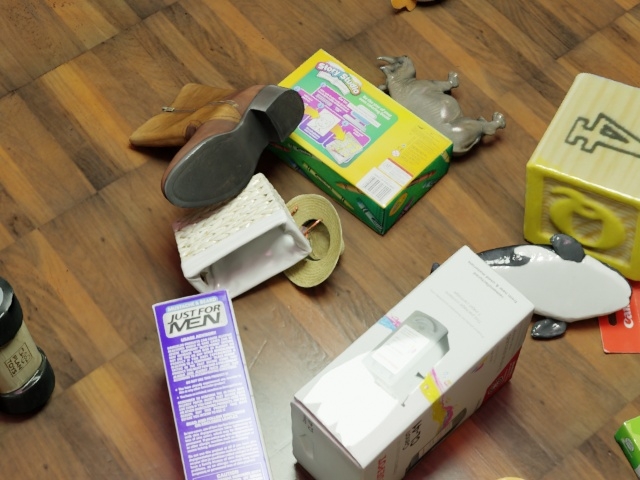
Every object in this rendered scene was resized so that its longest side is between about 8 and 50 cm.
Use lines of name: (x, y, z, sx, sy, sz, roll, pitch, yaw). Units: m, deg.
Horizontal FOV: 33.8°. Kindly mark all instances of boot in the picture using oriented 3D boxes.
boot: (-0.200, -0.153, 1.546, 0.280, 0.096, 0.264, 12, 53, 44)

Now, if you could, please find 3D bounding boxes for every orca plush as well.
orca plush: (0.296, 0.061, 1.527, 0.287, 0.102, 0.151, -11, 105, 4)

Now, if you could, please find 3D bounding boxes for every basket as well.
basket: (-0.116, -0.004, 1.497, 0.167, 0.113, 0.103, -30, 57, 5)

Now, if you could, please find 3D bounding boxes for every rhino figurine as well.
rhino figurine: (0.173, -0.225, 1.681, 0.106, 0.073, 0.243, -34, 64, -23)

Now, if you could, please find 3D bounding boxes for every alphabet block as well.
alphabet block: (0.421, -0.093, 1.528, 0.193, 0.192, 0.197, 21, 61, 24)

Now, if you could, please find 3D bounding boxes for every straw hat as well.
straw hat: (0.000, 0.000, 1.544, 0.061, 0.144, 0.145, 7, 48, -45)

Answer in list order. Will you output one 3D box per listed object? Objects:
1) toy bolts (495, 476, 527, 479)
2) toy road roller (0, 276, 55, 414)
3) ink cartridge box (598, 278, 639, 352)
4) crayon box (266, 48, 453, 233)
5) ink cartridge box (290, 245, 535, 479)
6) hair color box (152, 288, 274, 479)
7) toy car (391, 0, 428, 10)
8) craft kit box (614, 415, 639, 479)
toy bolts: (0.226, 0.387, 1.268, 0.228, 0.158, 0.218, -17, 61, -11)
toy road roller: (-0.529, 0.173, 1.364, 0.240, 0.203, 0.329, 25, 56, 27)
ink cartridge box: (0.491, 0.089, 1.519, 0.179, 0.045, 0.146, 1, 59, -4)
crayon box: (0.046, -0.158, 1.632, 0.278, 0.081, 0.165, 38, 65, 19)
ink cartridge box: (0.116, 0.185, 1.348, 0.306, 0.226, 0.131, -40, 67, -21)
hair color box: (-0.124, 0.255, 1.324, 0.110, 0.185, 0.339, -11, 60, -6)
toy car: (0.190, -0.499, 1.782, 0.219, 0.210, 0.238, 28, 75, 26)
craft kit box: (0.559, 0.312, 1.384, 0.249, 0.061, 0.247, -19, 59, -12)
